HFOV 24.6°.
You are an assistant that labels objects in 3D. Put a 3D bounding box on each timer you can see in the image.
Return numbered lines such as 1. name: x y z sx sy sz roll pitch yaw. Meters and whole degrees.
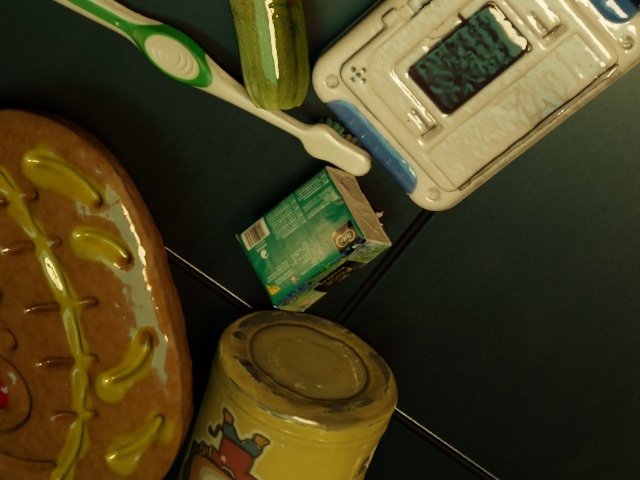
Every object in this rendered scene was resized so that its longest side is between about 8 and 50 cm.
1. timer: 0.130 -0.153 1.215 0.253 0.078 0.178 -40 101 25

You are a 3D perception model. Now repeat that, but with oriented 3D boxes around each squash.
1. squash: -0.051 -0.222 1.220 0.066 0.066 0.229 -5 107 14

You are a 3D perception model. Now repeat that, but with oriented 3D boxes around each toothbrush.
1. toothbrush: -0.137 -0.168 1.284 0.418 0.040 0.042 28 118 -2

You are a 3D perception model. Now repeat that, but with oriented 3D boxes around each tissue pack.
1. tissue pack: 0.000 0.001 1.318 0.111 0.079 0.085 -38 67 23

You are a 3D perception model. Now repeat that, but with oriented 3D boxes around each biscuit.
1. biscuit: -0.282 0.075 1.367 0.350 0.070 0.394 -12 103 30

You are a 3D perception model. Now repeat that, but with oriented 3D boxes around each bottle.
1. bottle: -0.058 0.254 1.390 0.171 0.171 0.351 20 117 2
